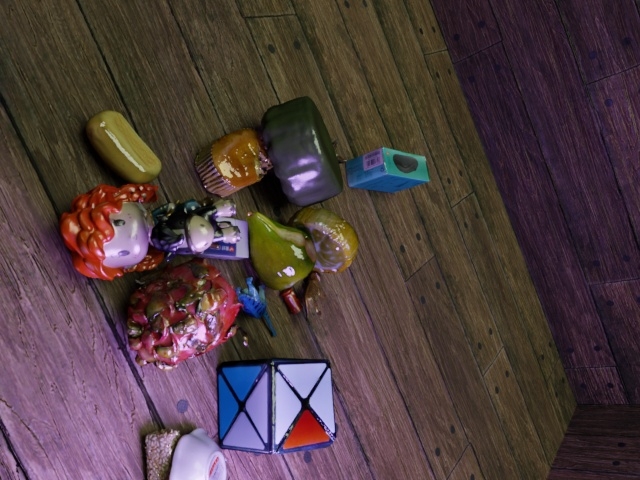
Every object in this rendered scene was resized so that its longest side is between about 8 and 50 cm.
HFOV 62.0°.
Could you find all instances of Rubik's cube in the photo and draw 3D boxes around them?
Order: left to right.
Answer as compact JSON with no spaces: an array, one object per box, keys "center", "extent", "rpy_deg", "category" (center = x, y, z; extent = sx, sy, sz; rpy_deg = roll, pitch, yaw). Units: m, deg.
[{"center":[-0.126,0.464,1.515],"extent":[0.250,0.246,0.248],"rpy_deg":[13,69,-44],"category":"Rubik's cube"}]

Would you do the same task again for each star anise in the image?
[{"center":[0.023,-0.322,2.044],"extent":[0.181,0.061,0.204],"rpy_deg":[-25,92,-35],"category":"star anise"}]

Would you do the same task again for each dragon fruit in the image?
[{"center":[-0.359,0.201,1.364],"extent":[0.291,0.250,0.269],"rpy_deg":[-47,137,-27],"category":"dragon fruit"}]

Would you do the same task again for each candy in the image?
[{"center":[0.000,0.000,1.783],"extent":[0.260,0.260,0.118],"rpy_deg":[52,49,-23],"category":"candy"}]

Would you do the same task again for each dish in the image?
[{"center":[-0.292,0.595,1.359],"extent":[0.229,0.081,0.229],"rpy_deg":[-9,90,-74],"category":"dish"}]

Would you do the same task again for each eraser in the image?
[{"center":[-0.313,-0.010,1.594],"extent":[0.210,0.068,0.124],"rpy_deg":[8,73,-46],"category":"eraser"}]

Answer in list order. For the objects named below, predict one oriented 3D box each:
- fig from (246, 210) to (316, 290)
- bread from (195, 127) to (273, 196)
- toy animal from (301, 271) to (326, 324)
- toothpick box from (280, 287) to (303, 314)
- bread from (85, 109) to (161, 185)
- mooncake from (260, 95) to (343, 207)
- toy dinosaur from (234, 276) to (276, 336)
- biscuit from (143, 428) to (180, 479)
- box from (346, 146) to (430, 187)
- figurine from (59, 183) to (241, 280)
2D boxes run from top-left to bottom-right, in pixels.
[{"center":[-0.147,0.013,1.664],"extent":[0.275,0.206,0.206],"rpy_deg":[51,47,-21],"category":"fig"},{"center":[-0.265,-0.249,1.671],"extent":[0.250,0.133,0.179],"rpy_deg":[-39,103,-46],"category":"bread"},{"center":[-0.031,0.194,1.811],"extent":[0.241,0.057,0.099],"rpy_deg":[-68,139,-60],"category":"toy animal"},{"center":[-0.097,0.199,1.773],"extent":[0.047,0.047,0.083],"rpy_deg":[-42,109,-45],"category":"toothpick box"},{"center":[-0.524,-0.238,1.406],"extent":[0.217,0.098,0.147],"rpy_deg":[54,19,-13],"category":"bread"},{"center":[-0.063,-0.288,1.766],"extent":[0.356,0.194,0.356],"rpy_deg":[-19,90,-78],"category":"mooncake"},{"center":[-0.207,0.184,1.614],"extent":[0.329,0.076,0.144],"rpy_deg":[63,6,-59],"category":"toy dinosaur"},{"center":[-0.391,0.558,1.335],"extent":[0.070,0.082,0.168],"rpy_deg":[24,58,-72],"category":"biscuit"},{"center":[0.280,-0.285,2.204],"extent":[0.311,0.205,0.118],"rpy_deg":[2,80,-45],"category":"box"},{"center":[-0.402,-0.027,1.305],"extent":[0.306,0.412,0.241],"rpy_deg":[-74,163,-61],"category":"figurine"}]
